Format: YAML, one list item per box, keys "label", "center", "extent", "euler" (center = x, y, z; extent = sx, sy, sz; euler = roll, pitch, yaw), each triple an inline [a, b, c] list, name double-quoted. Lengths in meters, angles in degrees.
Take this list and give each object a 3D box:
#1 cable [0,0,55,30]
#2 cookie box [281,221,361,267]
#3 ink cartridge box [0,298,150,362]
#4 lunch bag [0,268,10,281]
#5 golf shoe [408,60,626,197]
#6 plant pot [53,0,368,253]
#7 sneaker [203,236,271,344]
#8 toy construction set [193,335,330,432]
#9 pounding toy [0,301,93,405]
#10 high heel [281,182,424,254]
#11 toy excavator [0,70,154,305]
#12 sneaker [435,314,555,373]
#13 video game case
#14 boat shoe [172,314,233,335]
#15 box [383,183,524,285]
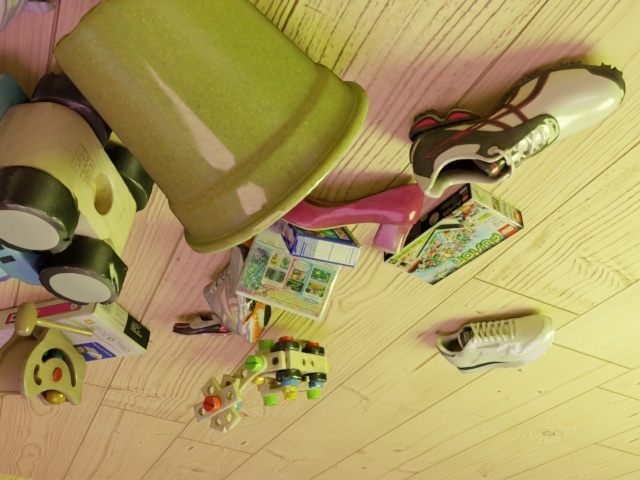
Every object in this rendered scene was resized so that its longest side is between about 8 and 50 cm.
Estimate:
- label: "cable"
  center: [-0.436, -0.314, 0.634]
  extent: [0.257, 0.089, 0.257]
  euler: [-7, 141, 15]
- label: "cookie box"
  center: [0.000, 0.000, 0.973]
  extent: [0.107, 0.092, 0.040]
  euler: [11, 108, -19]
- label: "ink cartridge box"
  center: [-0.574, 0.206, 1.333]
  extent: [0.371, 0.069, 0.175]
  euler: [-13, 139, 18]
- label: "lunch bag"
  center: [-0.638, -0.011, 1.030]
  extent: [0.293, 0.138, 0.221]
  euler: [10, 140, -22]
- label: "golf shoe"
  center: [0.245, -0.128, 0.776]
  extent: [0.273, 0.120, 0.105]
  euler: [-18, 135, 24]
- label: "plant pot"
  center: [-0.132, -0.170, 0.678]
  extent: [0.276, 0.276, 0.254]
  euler: [-25, 121, 33]
- label: "sneaker"
  center: [-0.161, 0.087, 1.116]
  extent: [0.121, 0.099, 0.262]
  euler: [17, 135, 13]
- label: "toy construction set"
  center: [-0.104, 0.273, 1.243]
  extent: [0.215, 0.151, 0.328]
  euler: [-16, 173, 26]
- label: "pounding toy"
  center: [-0.533, 0.254, 1.217]
  extent: [0.155, 0.154, 0.269]
  euler: [-2, 142, 9]
- label: "high heel"
  center: [0.030, -0.066, 0.934]
  extent: [0.244, 0.082, 0.117]
  euler: [19, 108, 5]
- label: "toy excavator"
  center: [-0.499, -0.101, 0.786]
  extent: [0.446, 0.222, 0.432]
  euler: [-1, 146, 9]
- label: "sneaker"
  center: [0.341, 0.195, 1.207]
  extent: [0.235, 0.090, 0.095]
  euler: [-30, 121, 34]
- label: "video game case"
  center: [-0.046, 0.044, 1.025]
  extent: [0.157, 0.143, 0.019]
  euler: [21, 180, -20]
- label: "boat shoe"
  center: [-0.242, 0.173, 1.274]
  extent: [0.137, 0.049, 0.043]
  euler: [-2, 99, 13]
- label: "box"
  center: [0.210, -0.005, 1.000]
  extent: [0.114, 0.036, 0.207]
  euler: [25, 138, -24]
